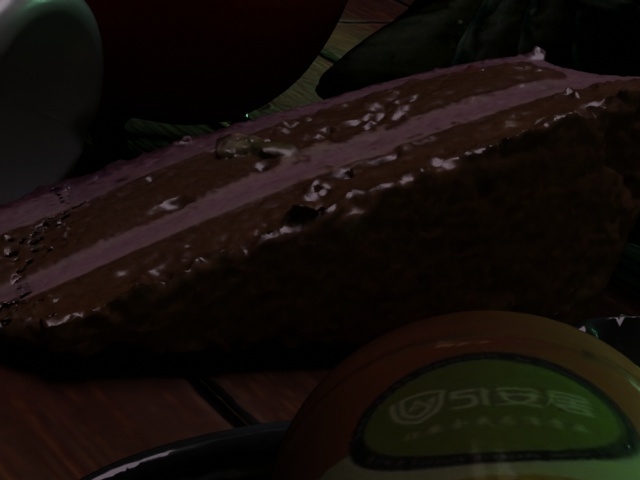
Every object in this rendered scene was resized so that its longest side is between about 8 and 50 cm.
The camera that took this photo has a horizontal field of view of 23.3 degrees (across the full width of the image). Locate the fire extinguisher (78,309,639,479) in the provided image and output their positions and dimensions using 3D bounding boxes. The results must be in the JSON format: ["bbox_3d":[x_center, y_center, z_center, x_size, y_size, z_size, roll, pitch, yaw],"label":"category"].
[{"bbox_3d":[0.010,0.096,0.316,0.200,0.113,0.376,10,21,-1],"label":"fire extinguisher"}]

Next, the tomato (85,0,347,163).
[{"bbox_3d":[-0.104,-0.165,0.799,0.256,0.224,0.256,4,27,-2],"label":"tomato"}]

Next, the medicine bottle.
[{"bbox_3d":[-0.271,-0.108,0.702,0.352,0.110,0.110,19,22,20],"label":"medicine bottle"}]

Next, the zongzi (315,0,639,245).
[{"bbox_3d":[0.221,-0.134,0.701,0.319,0.362,0.383,-20,32,-23],"label":"zongzi"}]

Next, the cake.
[{"bbox_3d":[0.000,0.000,0.631,0.295,0.113,0.116,-12,24,-22],"label":"cake"}]
